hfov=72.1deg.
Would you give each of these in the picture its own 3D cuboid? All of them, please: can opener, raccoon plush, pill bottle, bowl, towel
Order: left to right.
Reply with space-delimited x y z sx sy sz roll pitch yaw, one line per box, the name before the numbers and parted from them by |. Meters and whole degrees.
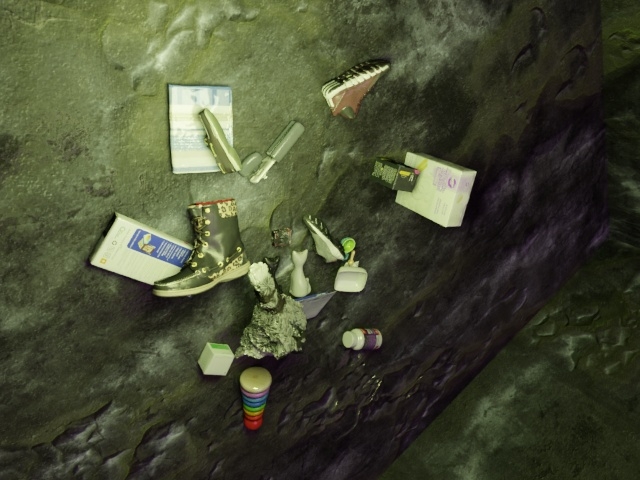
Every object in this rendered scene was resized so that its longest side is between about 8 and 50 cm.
towel | -0.385 -0.358 1.430 0.209 0.034 0.284 -10 118 -30
raccoon plush | -0.245 0.280 1.723 0.216 0.299 0.445 -40 117 -56
can opener | -0.170 -0.320 1.568 0.280 0.074 0.093 -48 130 -4
bowl | 0.136 0.171 2.015 0.142 0.053 0.142 4 132 -8
pill bottle | 0.211 0.503 2.238 0.194 0.108 0.108 8 109 -37

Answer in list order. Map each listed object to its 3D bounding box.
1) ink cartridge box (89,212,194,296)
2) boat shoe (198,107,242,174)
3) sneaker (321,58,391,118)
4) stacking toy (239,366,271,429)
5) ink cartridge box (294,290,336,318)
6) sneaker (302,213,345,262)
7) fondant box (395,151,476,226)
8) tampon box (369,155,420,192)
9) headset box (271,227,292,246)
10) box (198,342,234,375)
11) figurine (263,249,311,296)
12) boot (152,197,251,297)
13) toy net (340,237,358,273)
ink cartridge box | -0.566 0.059 1.506 0.371 0.069 0.175 29 94 -38
boat shoe | -0.334 -0.312 1.413 0.069 0.081 0.227 -19 125 10
sneaker | 0.146 -0.558 1.653 0.282 0.106 0.162 -27 132 -7
stacking toy | -0.307 0.739 2.011 0.141 0.141 0.330 -9 125 -30
ink cartridge box | -0.070 0.282 1.896 0.224 0.045 0.224 -8 148 -38
sneaker | 0.000 0.000 1.841 0.108 0.100 0.271 -26 124 18
fondant box | 0.485 -0.227 1.894 0.096 0.330 0.238 -4 115 -33
tampon box | 0.312 -0.280 1.859 0.121 0.161 0.101 3 112 -36
headset box | -0.154 -0.014 1.768 0.083 0.032 0.062 -11 119 -28
box | -0.429 0.489 1.809 0.101 0.087 0.101 19 102 -39
figurine | -0.142 0.143 1.829 0.215 0.092 0.209 -12 116 -30
boot | -0.404 0.019 1.480 0.378 0.138 0.283 -18 107 -45
toy net | 0.120 0.089 2.000 0.122 0.045 0.232 -36 129 -14
